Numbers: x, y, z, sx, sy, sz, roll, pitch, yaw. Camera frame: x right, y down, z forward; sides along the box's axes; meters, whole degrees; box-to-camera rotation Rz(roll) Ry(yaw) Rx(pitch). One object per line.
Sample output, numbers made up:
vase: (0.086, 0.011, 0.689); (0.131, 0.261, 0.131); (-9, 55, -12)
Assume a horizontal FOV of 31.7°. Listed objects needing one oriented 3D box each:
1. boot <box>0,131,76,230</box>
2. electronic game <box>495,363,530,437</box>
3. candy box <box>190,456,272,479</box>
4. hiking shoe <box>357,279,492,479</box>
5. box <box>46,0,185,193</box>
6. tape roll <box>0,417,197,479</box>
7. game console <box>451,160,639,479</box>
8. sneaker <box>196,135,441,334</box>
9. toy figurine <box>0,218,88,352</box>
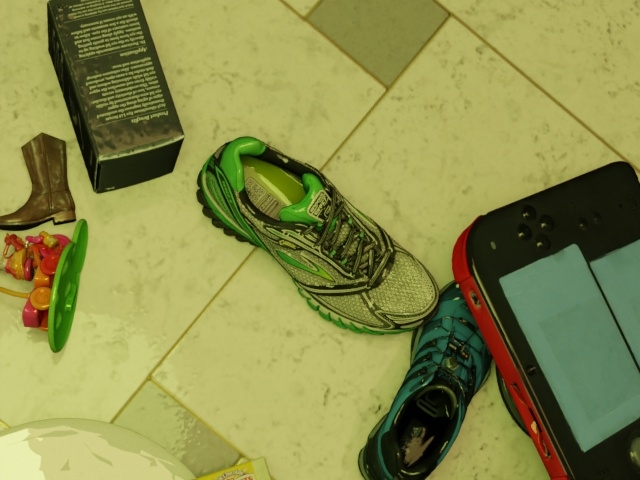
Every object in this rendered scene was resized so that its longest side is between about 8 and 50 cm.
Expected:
boot: (-0.356, -0.072, 1.373); (0.106, 0.037, 0.114); (-8, 83, -27)
electronic game: (0.338, 0.167, 1.467); (0.229, 0.048, 0.229); (3, 78, -12)
candy box: (-0.142, 0.323, 1.261); (0.206, 0.027, 0.105); (-13, 76, -25)
hiking shoe: (0.156, 0.175, 1.381); (0.113, 0.132, 0.304); (27, 73, -5)
box: (-0.250, -0.181, 1.361); (0.108, 0.153, 0.207); (-17, 83, -16)
tape roll: (-0.283, 0.392, 1.241); (0.392, 0.072, 0.392); (7, 71, -19)
game console: (0.362, 0.112, 1.424); (0.342, 0.060, 0.386); (-21, 83, -29)
sneaker: (0.000, 0.000, 1.379); (0.343, 0.146, 0.134); (33, 73, -5)
toy figurine: (-0.369, 0.038, 1.319); (0.159, 0.130, 0.173); (9, 54, -1)
